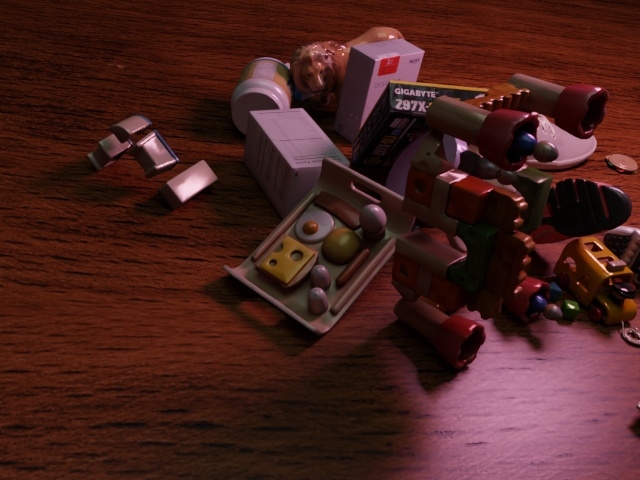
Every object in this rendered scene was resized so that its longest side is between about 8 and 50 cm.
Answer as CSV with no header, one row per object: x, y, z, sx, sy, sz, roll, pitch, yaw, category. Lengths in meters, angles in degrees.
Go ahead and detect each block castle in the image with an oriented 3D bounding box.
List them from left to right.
0.306,-0.028,1.130,0.303,0.452,0.213,-22,40,-38,block castle

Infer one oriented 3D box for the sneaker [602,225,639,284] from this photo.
0.732,0.043,1.449,0.292,0.110,0.118,24,28,-1,sneaker

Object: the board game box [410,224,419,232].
0.147,-0.024,1.436,0.090,0.020,0.090,30,38,22,board game box

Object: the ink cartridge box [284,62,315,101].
-0.074,-0.443,1.905,0.123,0.052,0.088,28,39,22,ink cartridge box

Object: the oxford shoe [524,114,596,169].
0.550,-0.276,1.795,0.450,0.130,0.169,-2,37,-20,oxford shoe

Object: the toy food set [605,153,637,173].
0.831,-0.212,1.875,0.083,0.020,0.082,9,37,-4,toy food set

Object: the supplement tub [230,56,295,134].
-0.143,-0.353,1.688,0.145,0.144,0.199,10,37,-2,supplement tub

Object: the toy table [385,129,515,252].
0.265,-0.115,1.409,0.161,0.252,0.274,19,0,-20,toy table

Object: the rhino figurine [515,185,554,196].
0.469,-0.113,1.601,0.244,0.073,0.106,8,33,-7,rhino figurine

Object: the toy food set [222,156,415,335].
0.000,0.000,1.230,0.220,0.092,0.306,31,65,25,toy food set

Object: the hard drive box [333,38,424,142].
0.145,-0.378,1.728,0.181,0.232,0.089,-21,47,-36,hard drive box

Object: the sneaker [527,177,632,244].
0.500,-0.056,1.392,0.136,0.115,0.314,-2,-7,-35,sneaker

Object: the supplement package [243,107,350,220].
-0.059,-0.169,1.475,0.139,0.133,0.244,-8,41,-25,supplement package

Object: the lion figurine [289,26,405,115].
0.093,-0.472,1.782,0.392,0.240,0.142,-35,56,-17,lion figurine

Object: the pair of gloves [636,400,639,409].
0.651,0.307,1.121,0.240,0.042,0.204,-15,41,-34,pair of gloves

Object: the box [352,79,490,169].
0.231,-0.242,1.518,0.257,0.322,0.079,4,75,-10,box

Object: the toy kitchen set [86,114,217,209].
-0.356,-0.153,1.435,0.207,0.166,0.122,54,42,-6,toy kitchen set

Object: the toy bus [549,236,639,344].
0.560,0.080,1.341,0.202,0.104,0.191,21,38,12,toy bus
